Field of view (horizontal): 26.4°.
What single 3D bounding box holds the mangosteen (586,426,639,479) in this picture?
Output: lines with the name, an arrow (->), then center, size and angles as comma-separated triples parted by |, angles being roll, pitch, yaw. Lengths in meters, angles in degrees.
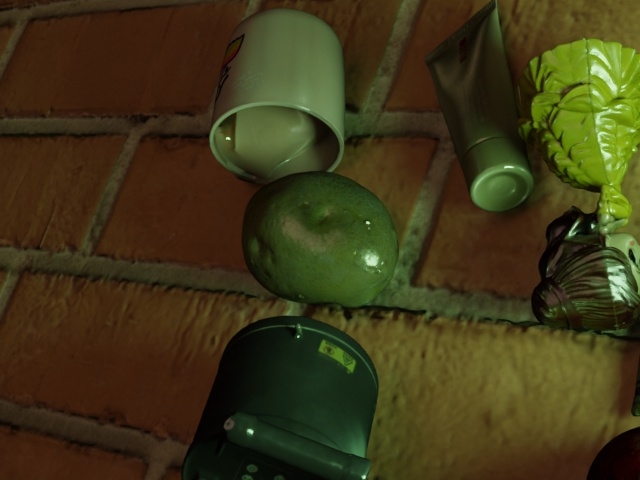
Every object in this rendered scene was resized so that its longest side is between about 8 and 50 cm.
mangosteen -> 0.356, 0.246, 1.340 | 0.200, 0.200, 0.199 | -22, 51, 30

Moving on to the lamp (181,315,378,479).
lamp -> -0.039, 0.216, 1.627 | 0.374, 0.205, 0.272 | 117, 173, -55

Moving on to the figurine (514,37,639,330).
figurine -> 0.320, -0.048, 1.577 | 0.187, 0.168, 0.315 | 123, 148, -62

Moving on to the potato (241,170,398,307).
potato -> 0.000, 0.000, 1.825 | 0.235, 0.160, 0.177 | 29, 109, 34

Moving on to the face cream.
face cream -> 0.211, -0.180, 1.812 | 0.137, 0.084, 0.341 | -40, 36, 29

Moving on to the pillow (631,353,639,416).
pillow -> 0.399, 0.094, 1.489 | 0.113, 0.038, 0.203 | -9, 58, 40

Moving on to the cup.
cup -> -0.067, -0.198, 2.006 | 0.253, 0.192, 0.200 | 124, 155, -51
